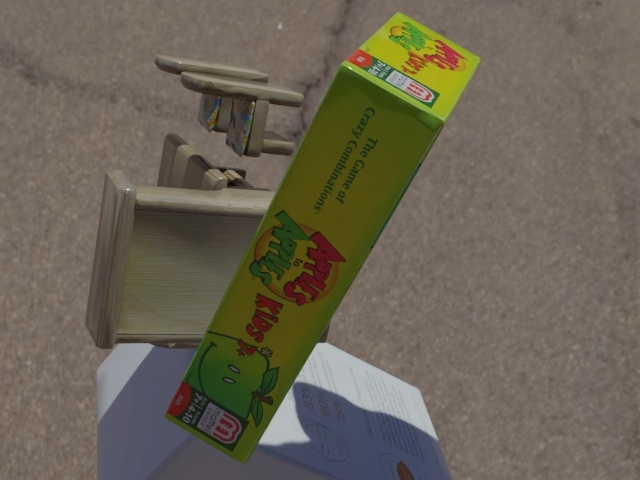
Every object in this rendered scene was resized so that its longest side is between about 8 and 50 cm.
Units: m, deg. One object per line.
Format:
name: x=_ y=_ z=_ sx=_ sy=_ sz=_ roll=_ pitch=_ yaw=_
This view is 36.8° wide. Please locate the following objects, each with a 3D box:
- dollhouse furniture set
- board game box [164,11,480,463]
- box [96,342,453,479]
dollhouse furniture set: x=-0.107 y=-0.018 z=0.725 sx=0.161 sy=0.212 sz=0.242 roll=3 pitch=18 yaw=-26
board game box: x=0.000 y=0.000 z=0.412 sx=0.043 sy=0.181 sz=0.092 roll=30 pitch=29 yaw=2
box: x=-0.042 y=0.219 z=1.001 sx=0.345 sy=0.168 sz=0.215 roll=30 pitch=25 yaw=-30
